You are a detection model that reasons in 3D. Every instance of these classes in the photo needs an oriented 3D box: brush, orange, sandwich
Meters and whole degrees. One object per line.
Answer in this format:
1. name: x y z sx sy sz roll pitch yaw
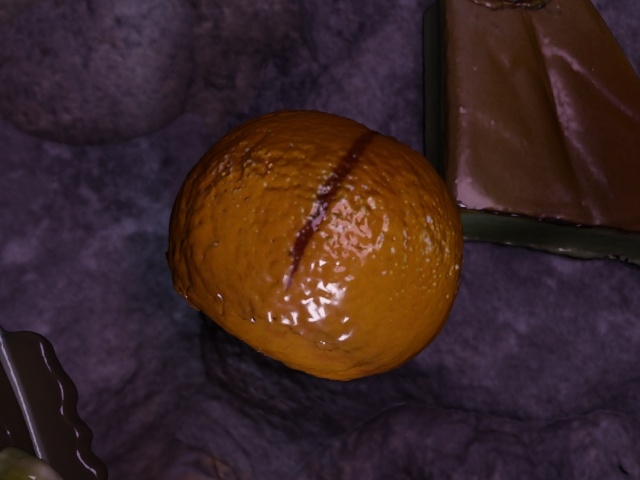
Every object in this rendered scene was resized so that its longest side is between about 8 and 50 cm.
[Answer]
1. brush: -0.208 0.047 0.918 0.084 0.071 0.301 -17 82 -38
2. orange: 0.000 0.000 0.947 0.193 0.193 0.161 23 84 -16
3. sandwich: 0.194 -0.095 1.131 0.245 0.063 0.212 9 70 -22

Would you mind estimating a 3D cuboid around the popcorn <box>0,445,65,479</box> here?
1. popcorn: -0.191 0.265 0.748 0.312 0.312 0.312 7 72 -21
